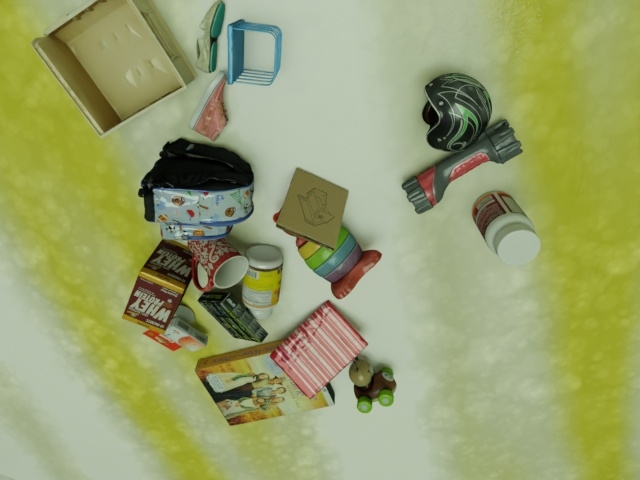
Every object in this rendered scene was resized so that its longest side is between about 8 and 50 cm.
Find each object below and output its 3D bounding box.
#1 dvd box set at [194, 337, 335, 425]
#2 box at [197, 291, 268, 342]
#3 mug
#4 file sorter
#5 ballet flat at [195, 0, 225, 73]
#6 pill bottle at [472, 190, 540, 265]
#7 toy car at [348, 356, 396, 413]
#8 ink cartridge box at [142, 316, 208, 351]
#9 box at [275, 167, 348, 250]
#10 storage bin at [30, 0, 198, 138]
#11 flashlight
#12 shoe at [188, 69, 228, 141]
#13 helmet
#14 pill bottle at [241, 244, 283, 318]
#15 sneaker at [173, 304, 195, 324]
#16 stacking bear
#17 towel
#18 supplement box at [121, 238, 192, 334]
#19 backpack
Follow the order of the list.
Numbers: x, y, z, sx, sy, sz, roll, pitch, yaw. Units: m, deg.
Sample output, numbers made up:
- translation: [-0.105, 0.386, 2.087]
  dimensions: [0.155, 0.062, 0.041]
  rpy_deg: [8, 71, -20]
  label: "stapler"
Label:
- translation: [-0.191, 0.508, 1.607]
  dimensions: [0.420, 0.062, 0.308]
  rpy_deg: [-15, 117, 11]
  label: "dvd box set"
- translation: [-0.278, 0.240, 1.416]
  dimensions: [0.184, 0.045, 0.191]
  rpy_deg: [-10, 125, 50]
  label: "box"
- translation: [-0.312, 0.049, 1.275]
  dimensions: [0.150, 0.169, 0.113]
  rpy_deg: [-33, 146, -23]
  label: "mug"
- translation: [-0.146, -0.426, 1.020]
  dimensions: [0.104, 0.170, 0.118]
  rpy_deg: [5, 120, -2]
  label: "file sorter"
- translation: [-0.267, -0.482, 1.062]
  dimensions: [0.052, 0.057, 0.168]
  rpy_deg: [20, 119, 3]
  label: "ballet flat"
- translation: [0.481, -0.034, 1.175]
  dimensions: [0.121, 0.221, 0.121]
  rpy_deg: [1, 119, 3]
  label: "pill bottle"
- translation: [0.156, 0.447, 1.515]
  dimensions: [0.148, 0.155, 0.188]
  rpy_deg: [-24, 103, 16]
  label: "toy car"
- translation: [-0.490, 0.331, 1.505]
  dimensions: [0.179, 0.045, 0.145]
  rpy_deg: [-27, 129, 24]
  label: "ink cartridge box"
- translation: [-0.016, -0.085, 1.193]
  dimensions: [0.164, 0.201, 0.021]
  rpy_deg: [23, 144, -11]
  label: "box"
- translation: [-0.478, -0.429, 1.062]
  dimensions: [0.262, 0.123, 0.260]
  rpy_deg: [-23, 116, 16]
  label: "storage bin"
- translation: [0.366, -0.180, 1.171]
  dimensions: [0.304, 0.103, 0.103]
  rpy_deg: [-28, 140, 16]
  label: "flashlight"
- translation: [-0.261, -0.336, 1.140]
  dimensions: [0.081, 0.063, 0.178]
  rpy_deg: [31, 122, -15]
  label: "shoe"
- translation: [0.317, -0.309, 1.065]
  dimensions: [0.169, 0.169, 0.162]
  rpy_deg: [9, 135, -2]
  label: "helmet"
- translation: [-0.178, 0.129, 1.362]
  dimensions: [0.117, 0.117, 0.215]
  rpy_deg: [8, 120, -2]
  label: "pill bottle"
- translation: [-0.480, 0.234, 1.482]
  dimensions: [0.070, 0.051, 0.134]
  rpy_deg: [-3, 147, 41]
  label: "sneaker"
- translation: [0.000, 0.000, 1.261]
  dimensions: [0.289, 0.164, 0.175]
  rpy_deg: [45, 80, -8]
  label: "stacking bear"
- translation: [-0.007, 0.355, 1.458]
  dimensions: [0.275, 0.031, 0.199]
  rpy_deg: [-44, 87, 5]
  label: "towel"
- translation: [-0.464, 0.131, 1.335]
  dimensions: [0.129, 0.194, 0.191]
  rpy_deg: [25, 118, -11]
  label: "supplement box"
- translation: [-0.300, -0.118, 1.159]
  dimensions: [0.263, 0.277, 0.213]
  rpy_deg: [-2, 124, -3]
  label: "backpack"
